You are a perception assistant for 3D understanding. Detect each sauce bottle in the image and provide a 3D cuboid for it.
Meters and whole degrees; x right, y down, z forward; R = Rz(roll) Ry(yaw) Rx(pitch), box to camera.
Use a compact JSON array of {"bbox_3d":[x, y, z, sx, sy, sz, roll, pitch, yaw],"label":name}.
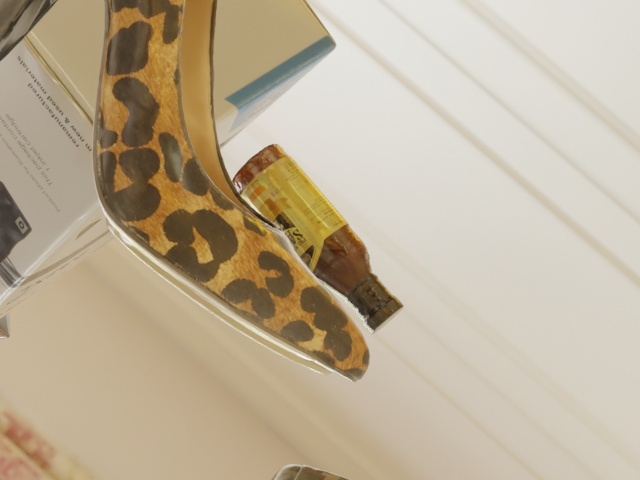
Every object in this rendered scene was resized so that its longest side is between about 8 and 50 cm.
[{"bbox_3d":[0.000,0.000,0.936,0.042,0.128,0.042,-40,170,-8],"label":"sauce bottle"}]

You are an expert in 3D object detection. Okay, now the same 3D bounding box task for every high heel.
[{"bbox_3d":[-0.034,-0.074,0.710,0.186,0.261,0.093,-49,179,-3],"label":"high heel"}]

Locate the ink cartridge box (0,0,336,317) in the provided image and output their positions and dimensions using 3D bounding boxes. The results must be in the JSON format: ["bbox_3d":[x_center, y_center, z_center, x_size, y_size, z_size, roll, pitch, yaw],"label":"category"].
[{"bbox_3d":[-0.168,-0.075,1.113,0.223,0.129,0.307,-39,-178,-42],"label":"ink cartridge box"}]

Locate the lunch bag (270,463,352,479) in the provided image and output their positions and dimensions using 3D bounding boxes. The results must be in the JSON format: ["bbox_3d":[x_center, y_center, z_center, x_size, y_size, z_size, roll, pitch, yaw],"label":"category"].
[{"bbox_3d":[0.023,0.400,1.560,0.256,0.305,0.213,-51,155,-51],"label":"lunch bag"}]

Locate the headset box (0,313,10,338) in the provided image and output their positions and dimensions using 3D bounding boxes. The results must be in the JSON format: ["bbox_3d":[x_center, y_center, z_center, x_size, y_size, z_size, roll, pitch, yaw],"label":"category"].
[{"bbox_3d":[-0.424,-0.010,1.482,0.293,0.218,0.110,-6,164,3],"label":"headset box"}]
